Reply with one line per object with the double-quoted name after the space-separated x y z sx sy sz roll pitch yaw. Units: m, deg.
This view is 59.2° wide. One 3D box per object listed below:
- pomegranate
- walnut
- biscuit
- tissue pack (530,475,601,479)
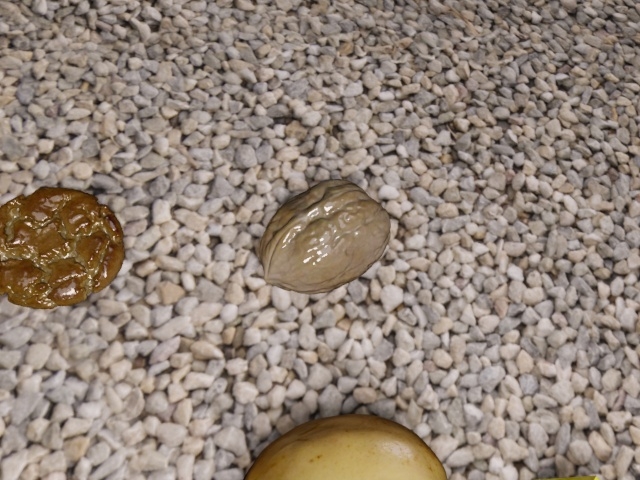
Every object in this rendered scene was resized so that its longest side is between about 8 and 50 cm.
0.048 0.358 0.691 0.319 0.319 0.319 4 64 -8 "pomegranate"
0.000 -0.001 0.924 0.230 0.178 0.178 -36 75 -18 "walnut"
-0.432 0.008 0.909 0.225 0.042 0.226 4 64 -9 "biscuit"
0.339 0.390 0.786 0.062 0.176 0.095 40 64 8 "tissue pack"
